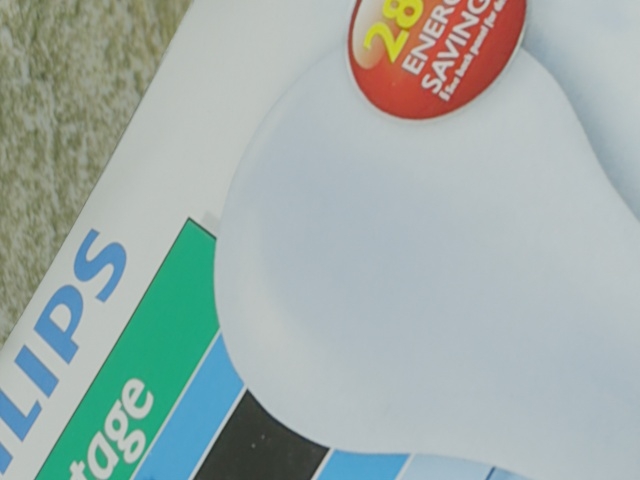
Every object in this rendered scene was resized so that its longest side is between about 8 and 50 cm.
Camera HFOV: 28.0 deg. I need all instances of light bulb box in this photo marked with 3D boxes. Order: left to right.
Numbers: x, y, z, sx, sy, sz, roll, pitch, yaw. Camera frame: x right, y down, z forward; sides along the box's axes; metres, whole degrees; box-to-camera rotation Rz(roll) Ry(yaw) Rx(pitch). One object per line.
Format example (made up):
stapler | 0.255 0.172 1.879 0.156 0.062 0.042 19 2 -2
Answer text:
light bulb box | 0.084 0.084 0.468 0.361 0.225 0.357 34 97 36
